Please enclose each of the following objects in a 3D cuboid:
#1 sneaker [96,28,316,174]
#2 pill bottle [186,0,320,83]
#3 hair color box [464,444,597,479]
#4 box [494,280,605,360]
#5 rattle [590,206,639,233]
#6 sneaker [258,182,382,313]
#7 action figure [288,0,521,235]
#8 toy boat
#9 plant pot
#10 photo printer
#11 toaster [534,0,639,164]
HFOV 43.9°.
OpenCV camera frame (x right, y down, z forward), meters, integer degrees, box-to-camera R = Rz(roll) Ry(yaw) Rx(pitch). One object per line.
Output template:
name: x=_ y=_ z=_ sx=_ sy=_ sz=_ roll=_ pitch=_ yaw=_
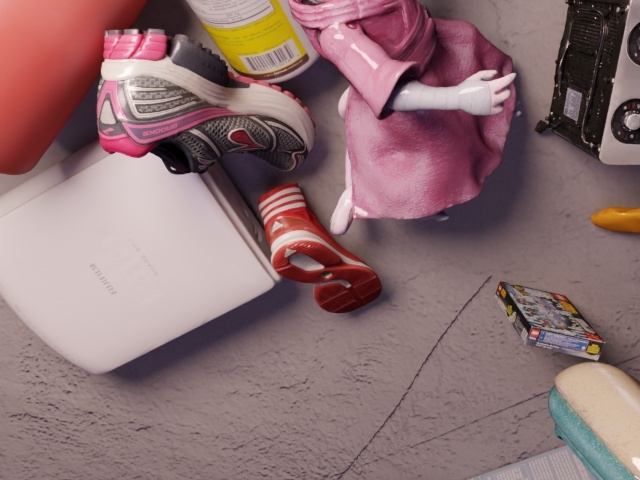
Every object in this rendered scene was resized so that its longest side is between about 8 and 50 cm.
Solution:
sneaker: x=-0.114 y=-0.114 z=0.805 sx=0.121 sy=0.299 sz=0.111 roll=8 pitch=87 yaw=33
pill bottle: x=-0.077 y=-0.256 z=0.757 sx=0.117 sy=0.117 sz=0.215 roll=-22 pitch=146 yaw=9
hair color box: x=0.409 y=0.391 z=1.150 sx=0.375 sy=0.113 sz=0.185 roll=-22 pitch=115 yaw=10
box: x=0.280 y=0.097 z=0.981 sx=0.094 sy=0.137 sz=0.027 roll=13 pitch=109 yaw=-9
rattle: x=0.438 y=-0.092 z=0.951 sx=0.130 sy=0.143 sz=0.199 roll=3 pitch=105 yaw=-39
sneaker: x=0.000 y=0.000 z=0.961 sx=0.087 sy=0.128 sz=0.221 roll=-27 pitch=148 yaw=11
action figure: x=0.060 y=-0.193 z=0.773 sx=0.276 sy=0.248 sz=0.370 roll=-11 pitch=147 yaw=30
toy boat: x=0.399 y=0.284 z=0.936 sx=0.318 sy=0.267 sz=0.148 roll=30 pitch=106 yaw=-42
plant pot: x=-0.298 y=-0.239 z=0.740 sx=0.243 sy=0.275 sz=0.275 roll=-45 pitch=110 yaw=6
photo printer: x=-0.236 y=0.012 z=0.941 sx=0.308 sy=0.107 sz=0.256 roll=-27 pitch=115 yaw=11
toaster: x=0.317 y=-0.175 z=0.832 sx=0.110 sy=0.185 sz=0.168 roll=3 pitch=109 yaw=-6
